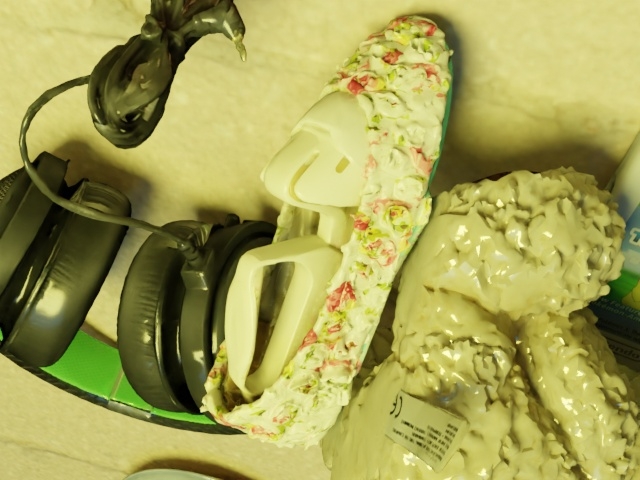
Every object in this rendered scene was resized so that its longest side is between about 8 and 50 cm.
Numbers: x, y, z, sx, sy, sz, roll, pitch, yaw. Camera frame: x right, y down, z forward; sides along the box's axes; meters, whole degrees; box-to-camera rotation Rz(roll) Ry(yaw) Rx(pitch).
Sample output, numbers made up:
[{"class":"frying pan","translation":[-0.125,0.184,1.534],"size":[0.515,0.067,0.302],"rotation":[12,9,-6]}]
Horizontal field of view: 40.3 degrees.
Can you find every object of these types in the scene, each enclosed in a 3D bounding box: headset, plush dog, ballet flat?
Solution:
[{"class":"headset","translation":[-0.113,0.007,0.564],"size":[0.243,0.185,0.394],"rotation":[17,151,0]},{"class":"plush dog","translation":[0.127,0.118,0.470],"size":[0.225,0.210,0.262],"rotation":[15,138,-14]},{"class":"ballet flat","translation":[0.000,0.000,0.442],"size":[0.077,0.091,0.241],"rotation":[7,104,-37]}]

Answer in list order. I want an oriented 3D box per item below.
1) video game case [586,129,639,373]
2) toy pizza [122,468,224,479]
[{"class":"video game case","translation":[0.293,0.074,0.502],"size":[0.329,0.036,0.300],"rotation":[21,136,4]},{"class":"toy pizza","translation":[-0.105,0.279,0.858],"size":[0.201,0.032,0.201],"rotation":[11,134,11]}]
